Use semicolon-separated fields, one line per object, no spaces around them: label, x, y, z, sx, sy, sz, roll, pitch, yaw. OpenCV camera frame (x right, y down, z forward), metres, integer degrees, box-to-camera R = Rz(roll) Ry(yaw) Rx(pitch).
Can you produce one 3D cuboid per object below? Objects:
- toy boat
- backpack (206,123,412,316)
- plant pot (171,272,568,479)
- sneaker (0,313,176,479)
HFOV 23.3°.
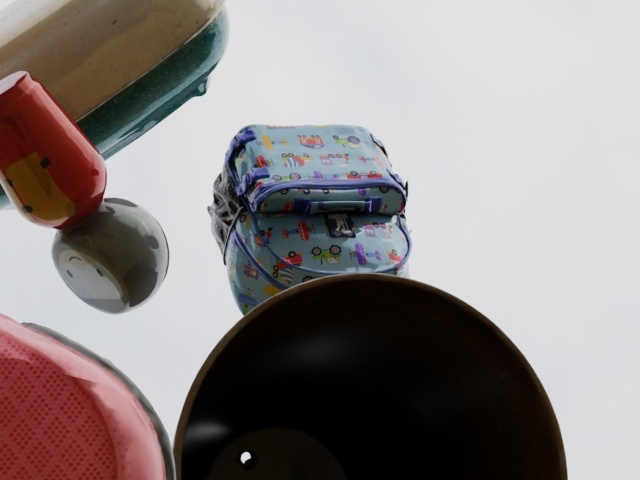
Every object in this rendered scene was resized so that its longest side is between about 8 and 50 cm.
toy boat;-0.161;-0.066;0.987;0.267;0.318;0.148;-32;-68;4
backpack;0.000;0.000;1.223;0.158;0.173;0.117;2;-52;-17
plant pot;-0.002;0.148;0.911;0.215;0.230;0.215;4;-105;-15
sneaker;-0.178;0.048;0.324;0.314;0.136;0.116;10;-101;-17
